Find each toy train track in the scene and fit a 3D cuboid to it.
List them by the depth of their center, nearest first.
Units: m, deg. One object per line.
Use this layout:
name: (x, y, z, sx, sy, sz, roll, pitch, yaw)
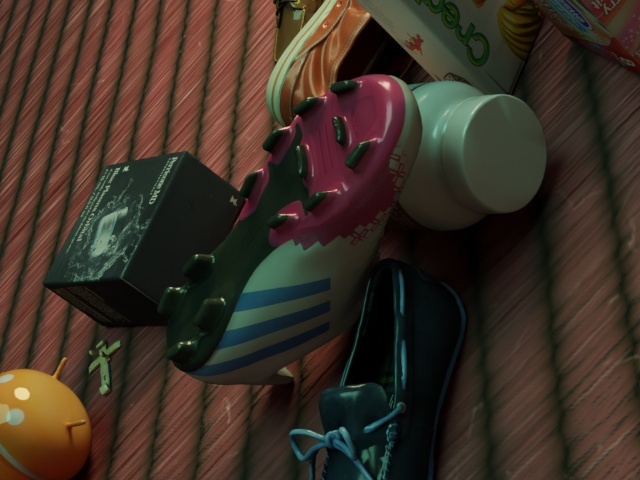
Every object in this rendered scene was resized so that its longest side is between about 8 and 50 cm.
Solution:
toy train track: (-0.226, 0.129, 1.415, 0.048, 0.014, 0.083, -42, 33, 16)

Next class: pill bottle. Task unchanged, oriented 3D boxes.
pill bottle: (0.076, -0.068, 1.125, 0.216, 0.121, 0.121, 2, 60, 53)

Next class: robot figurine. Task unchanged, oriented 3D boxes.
robot figurine: (-0.312, 0.210, 1.331, 0.219, 0.128, 0.158, -42, 1, 15)

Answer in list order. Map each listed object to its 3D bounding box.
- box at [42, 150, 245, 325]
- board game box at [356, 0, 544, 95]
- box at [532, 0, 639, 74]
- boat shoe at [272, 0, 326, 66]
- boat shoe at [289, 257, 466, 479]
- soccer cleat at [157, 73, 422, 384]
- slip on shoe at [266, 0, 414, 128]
box: (-0.183, 0.000, 1.418, 0.158, 0.093, 0.156, -5, 53, 49)
board game box: (0.084, -0.274, 1.149, 0.053, 0.305, 0.193, -2, 57, 49)
box: (0.283, -0.295, 1.066, 0.300, 0.154, 0.142, -48, 32, 3)
boat shoe: (-0.027, -0.256, 1.512, 0.064, 0.060, 0.178, -21, 42, 40)
boat shoe: (0.029, 0.131, 1.008, 0.109, 0.089, 0.258, -22, 42, 40)
soccer cleat: (0.000, 0.000, 1.086, 0.331, 0.143, 0.116, -48, 40, 35)
slip on shoe: (0.075, -0.235, 1.321, 0.101, 0.123, 0.331, 28, 83, 41)
